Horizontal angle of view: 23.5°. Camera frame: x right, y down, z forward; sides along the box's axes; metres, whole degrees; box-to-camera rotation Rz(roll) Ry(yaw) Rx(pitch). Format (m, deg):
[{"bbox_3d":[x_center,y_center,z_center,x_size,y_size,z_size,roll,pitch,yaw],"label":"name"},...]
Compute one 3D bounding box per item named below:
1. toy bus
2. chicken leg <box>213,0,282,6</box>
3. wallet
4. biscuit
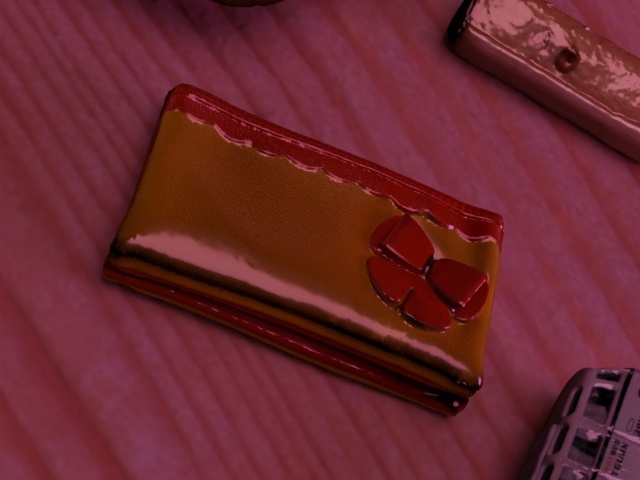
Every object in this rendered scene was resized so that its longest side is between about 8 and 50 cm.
[{"bbox_3d":[0.161,0.161,0.927,0.089,0.087,0.194,26,61,2],"label":"toy bus"},{"bbox_3d":[0.016,-0.253,1.024,0.429,0.153,0.201,-6,62,-32],"label":"chicken leg"},{"bbox_3d":[0.000,0.000,0.943,0.241,0.067,0.141,22,59,-11],"label":"wallet"},{"bbox_3d":[0.178,-0.115,1.077,0.188,0.052,0.056,29,72,-7],"label":"biscuit"}]
